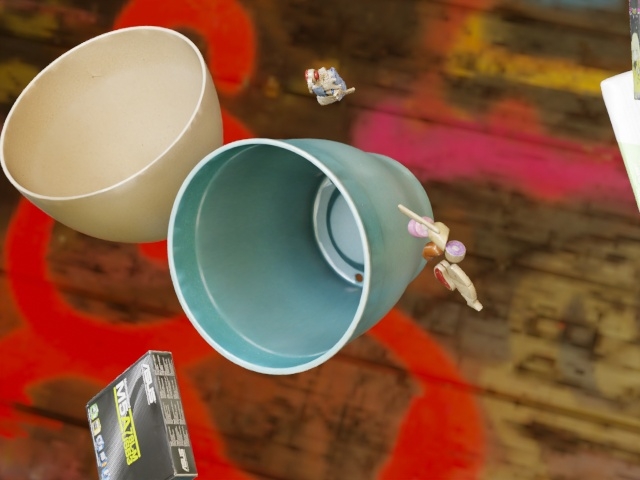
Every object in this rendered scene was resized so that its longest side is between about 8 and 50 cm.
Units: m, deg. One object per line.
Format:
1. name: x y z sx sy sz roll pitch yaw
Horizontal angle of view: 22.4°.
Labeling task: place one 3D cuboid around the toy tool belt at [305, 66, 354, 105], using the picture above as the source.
1. toy tool belt: 0.015 -0.227 2.323 0.083 0.051 0.052 44 -138 -63

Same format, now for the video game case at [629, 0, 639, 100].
1. video game case: 0.453 -0.265 1.775 0.042 0.232 0.210 -143 48 -78

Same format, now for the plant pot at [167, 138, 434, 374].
1. plant pot: 0.000 0.000 1.936 0.255 0.272 0.271 -17 -60 -58

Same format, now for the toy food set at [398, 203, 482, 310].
1. toy food set: 0.116 0.010 1.536 0.019 0.078 0.122 -43 -42 -13

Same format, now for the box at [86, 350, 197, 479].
1. box: -0.254 0.279 2.276 0.045 0.184 0.190 6 -122 -37

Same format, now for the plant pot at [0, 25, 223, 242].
1. plant pot: -0.239 -0.105 2.069 0.191 0.284 0.284 60 -137 -46

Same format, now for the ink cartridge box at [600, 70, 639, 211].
1. ink cartridge box: 0.574 -0.160 2.151 0.119 0.353 0.207 48 -153 -64
